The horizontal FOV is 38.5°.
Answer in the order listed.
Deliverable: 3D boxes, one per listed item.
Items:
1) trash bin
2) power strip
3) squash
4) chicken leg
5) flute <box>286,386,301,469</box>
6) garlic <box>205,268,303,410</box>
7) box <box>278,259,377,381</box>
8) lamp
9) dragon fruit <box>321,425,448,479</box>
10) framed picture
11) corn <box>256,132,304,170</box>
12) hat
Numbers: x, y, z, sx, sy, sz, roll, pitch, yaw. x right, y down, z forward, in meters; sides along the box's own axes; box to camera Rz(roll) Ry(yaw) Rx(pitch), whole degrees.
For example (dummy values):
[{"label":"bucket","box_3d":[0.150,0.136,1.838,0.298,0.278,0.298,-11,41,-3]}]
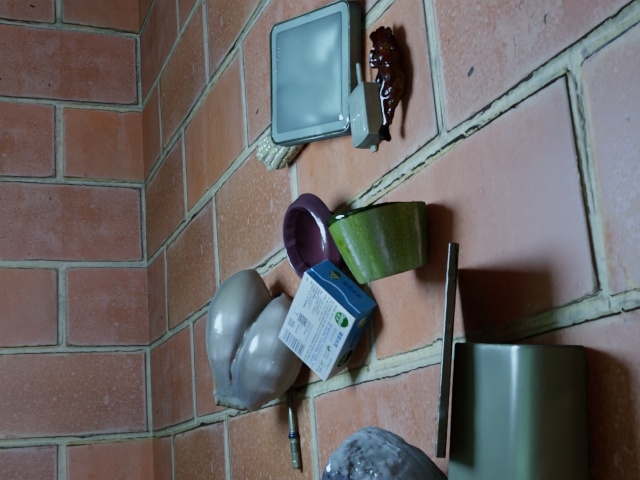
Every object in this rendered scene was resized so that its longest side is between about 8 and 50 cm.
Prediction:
[{"label":"trash bin","box_3d":[0.254,0.257,1.192,0.243,0.121,0.248,169,104,-68]},{"label":"power strip","box_3d":[0.084,-0.256,1.727,0.075,0.042,0.175,138,130,-62]},{"label":"squash","box_3d":[0.105,0.000,1.527,0.170,0.170,0.123,-25,81,65]},{"label":"chicken leg","box_3d":[0.120,-0.287,1.633,0.089,0.048,0.219,132,134,-62]},{"label":"flute","box_3d":[-0.065,0.401,2.078,0.027,0.027,0.233,138,130,-60]},{"label":"garlic","box_3d":[-0.128,0.202,2.102,0.246,0.231,0.340,72,-154,-43]},{"label":"box","box_3d":[0.011,0.155,1.771,0.139,0.073,0.194,41,133,21]},{"label":"lamp","box_3d":[-0.014,-0.337,1.878,0.269,0.047,0.267,-3,86,51]},{"label":"dragon fruit","box_3d":[0.131,0.428,1.389,0.221,0.204,0.283,16,121,35]},{"label":"framed picture","box_3d":[0.182,0.163,1.319,0.213,0.016,0.289,58,-143,-76]},{"label":"corn","box_3d":[-0.079,-0.229,2.071,0.211,0.087,0.087,136,131,-57]},{"label":"hat","box_3d":[0.000,0.000,1.852,0.205,0.089,0.206,23,118,54]}]
